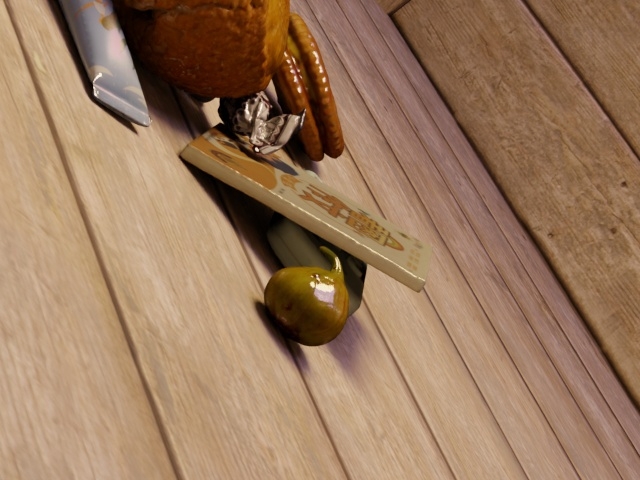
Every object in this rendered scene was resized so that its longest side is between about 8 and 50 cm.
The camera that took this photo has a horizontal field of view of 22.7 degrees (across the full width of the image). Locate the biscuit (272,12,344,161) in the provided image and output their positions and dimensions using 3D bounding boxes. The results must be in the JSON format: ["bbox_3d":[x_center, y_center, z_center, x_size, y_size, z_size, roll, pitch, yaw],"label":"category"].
[{"bbox_3d":[-0.028,-0.212,2.225,0.220,0.066,0.220,161,-90,-85],"label":"biscuit"}]

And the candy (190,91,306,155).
[{"bbox_3d":[-0.090,-0.167,1.865,0.051,0.094,0.226,44,6,-42],"label":"candy"}]

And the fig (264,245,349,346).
[{"bbox_3d":[-0.004,0.057,1.595,0.084,0.098,0.082,37,-22,32],"label":"fig"}]

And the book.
[{"bbox_3d":[-0.008,-0.041,1.787,0.295,0.020,0.208,30,12,0],"label":"book"}]

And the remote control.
[{"bbox_3d":[0.000,0.000,1.872,0.140,0.056,0.296,49,11,-8],"label":"remote control"}]

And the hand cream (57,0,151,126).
[{"bbox_3d":[-0.237,-0.223,1.650,0.088,0.055,0.256,33,29,-52],"label":"hand cream"}]

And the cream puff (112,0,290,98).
[{"bbox_3d":[-0.141,-0.307,1.770,0.303,0.212,0.303,2,90,-87],"label":"cream puff"}]
